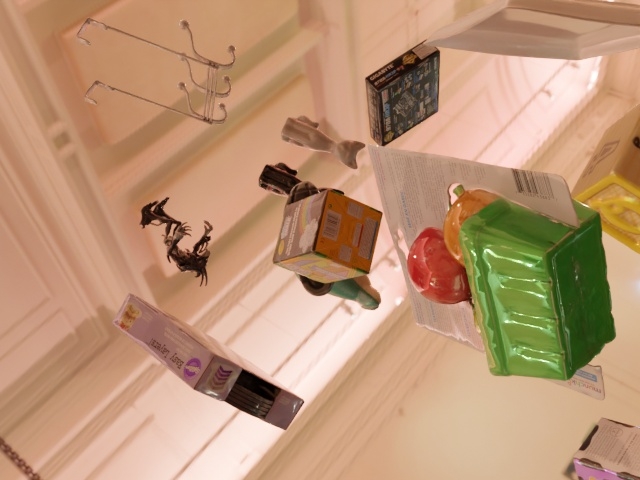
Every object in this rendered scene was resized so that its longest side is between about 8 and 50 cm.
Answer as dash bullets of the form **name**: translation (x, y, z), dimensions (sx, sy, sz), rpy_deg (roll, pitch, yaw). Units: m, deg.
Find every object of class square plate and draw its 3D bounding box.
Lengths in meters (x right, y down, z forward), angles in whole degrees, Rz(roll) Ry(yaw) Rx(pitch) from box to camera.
- **square plate**: translation (0.401, -0.372, 1.279), dimensions (0.344, 0.347, 0.049), rpy_deg (2, -85, -14)

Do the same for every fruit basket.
- **fruit basket**: translation (0.221, 0.028, 0.993), dimensions (0.165, 0.353, 0.327), rpy_deg (-28, -64, -21)

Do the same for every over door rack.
- **over door rack**: translation (-0.355, -0.380, 1.602), dimensions (0.239, 0.324, 0.108), rpy_deg (115, 162, -63)

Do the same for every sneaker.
- **sneaker**: translation (-0.019, -0.002, 1.682), dimensions (0.106, 0.101, 0.267), rpy_deg (12, -111, -72)

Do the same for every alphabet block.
- **alphabet block**: translation (0.604, -0.117, 1.334), dimensions (0.197, 0.192, 0.193), rpy_deg (-57, -3, -17)

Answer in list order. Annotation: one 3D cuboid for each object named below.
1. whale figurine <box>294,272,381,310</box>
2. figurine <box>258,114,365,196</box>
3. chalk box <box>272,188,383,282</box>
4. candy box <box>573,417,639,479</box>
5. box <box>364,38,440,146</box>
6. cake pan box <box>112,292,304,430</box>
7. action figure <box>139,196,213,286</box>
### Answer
- **whale figurine**: translation (0.037, 0.097, 1.907), dimensions (0.141, 0.272, 0.216), rpy_deg (-44, -8, -10)
- **figurine**: translation (-0.014, -0.186, 1.803), dimensions (0.215, 0.209, 0.092), rpy_deg (-65, -15, 0)
- **chalk box**: translation (0.000, 0.000, 1.424), dimensions (0.132, 0.213, 0.132), rpy_deg (21, -108, -26)
- **candy box**: translation (0.370, 0.281, 0.719), dimensions (0.070, 0.196, 0.164), rpy_deg (-38, -61, -34)
- **box**: translation (0.191, -0.331, 1.670), dimensions (0.175, 0.051, 0.220), rpy_deg (-34, -27, -10)
- **cake pan box**: translation (-0.183, 0.203, 1.209), dimensions (0.246, 0.267, 0.070), rpy_deg (38, -100, -48)
- **action figure**: translation (-0.388, -0.004, 2.068), dimensions (0.141, 0.275, 0.164), rpy_deg (-44, -7, 14)
